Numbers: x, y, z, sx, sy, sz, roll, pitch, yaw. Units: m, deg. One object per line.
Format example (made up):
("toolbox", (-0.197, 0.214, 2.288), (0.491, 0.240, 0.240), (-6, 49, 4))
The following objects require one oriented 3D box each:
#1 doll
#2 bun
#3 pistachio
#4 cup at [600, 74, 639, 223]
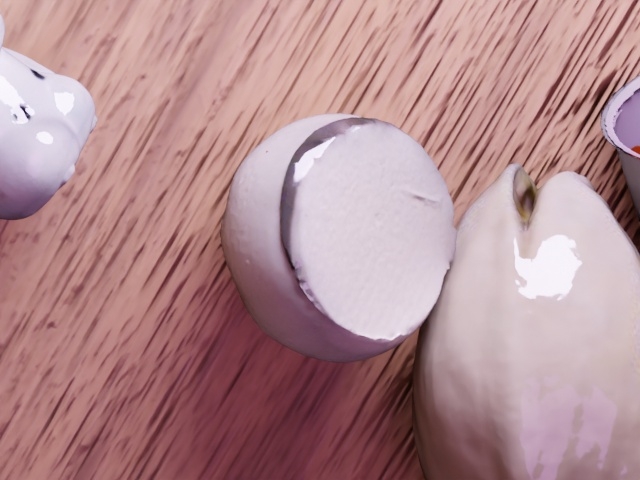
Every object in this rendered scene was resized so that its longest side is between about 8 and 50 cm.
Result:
("doll", (-0.227, -0.096, 1.094), (0.107, 0.110, 0.180), (-24, 120, 32))
("bun", (0.000, 0.000, 1.190), (0.173, 0.120, 0.172), (7, 80, -42))
("pistachio", (0.170, 0.108, 1.245), (0.226, 0.208, 0.331), (-16, 99, -60))
("cup", (0.335, 0.017, 1.284), (0.203, 0.203, 0.288), (-23, 119, -11))
